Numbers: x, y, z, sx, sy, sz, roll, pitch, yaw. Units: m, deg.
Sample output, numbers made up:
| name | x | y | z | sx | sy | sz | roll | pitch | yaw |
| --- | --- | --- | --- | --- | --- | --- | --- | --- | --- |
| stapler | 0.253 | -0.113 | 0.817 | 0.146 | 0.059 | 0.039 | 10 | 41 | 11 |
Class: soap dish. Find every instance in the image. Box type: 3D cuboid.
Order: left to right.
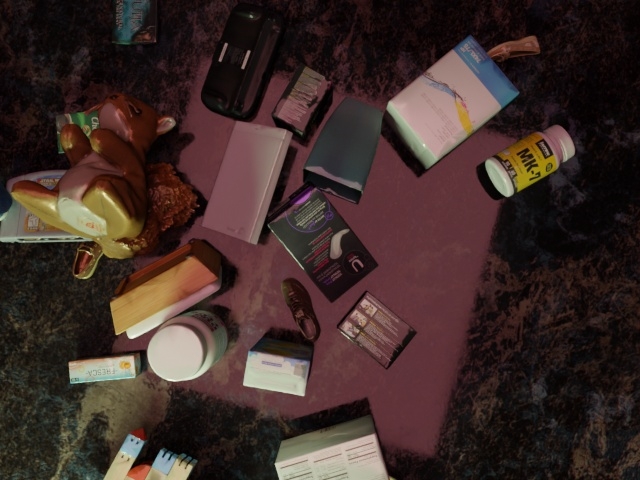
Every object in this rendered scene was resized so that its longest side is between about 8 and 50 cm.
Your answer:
| name | x | y | z | sx | sy | sz | roll | pitch | yaw |
| --- | --- | --- | --- | --- | --- | --- | --- | --- | --- |
| soap dish | -0.402 | 0.115 | 1.674 | 0.291 | 0.229 | 0.118 | -29 | 106 | 1 |

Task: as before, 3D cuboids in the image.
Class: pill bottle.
| name | x | y | z | sx | sy | sz | roll | pitch | yaw |
| --- | --- | --- | --- | --- | --- | --- | --- | --- | --- |
| pill bottle | -0.337 | 0.268 | 1.645 | 0.160 | 0.283 | 0.160 | 0 | 89 | 1 |
| pill bottle | 0.561 | -0.217 | 1.717 | 0.208 | 0.119 | 0.119 | -30 | 88 | 0 |

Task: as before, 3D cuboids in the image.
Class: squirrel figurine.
| name | x | y | z | sx | sy | sz | roll | pitch | yaw |
| --- | --- | --- | --- | --- | --- | --- | --- | --- | --- |
| squirrel figurine | -0.504 | -0.169 | 1.662 | 0.281 | 0.397 | 0.370 | -5 | 53 | 27 |

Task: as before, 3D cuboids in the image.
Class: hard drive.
| name | x | y | z | sx | sy | sz | roll | pitch | yaw |
| --- | --- | --- | --- | --- | --- | --- | --- | --- | --- |
| hard drive | -0.202 | -0.161 | 1.722 | 0.203 | 0.040 | 0.307 | 17 | 88 | 39 |

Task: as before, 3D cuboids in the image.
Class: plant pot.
| name | x | y | z | sx | sy | sz | roll | pitch | yaw |
| --- | --- | --- | --- | --- | --- | --- | --- | --- | --- |
| plant pot | 0.073 | -0.247 | 1.713 | 0.166 | 0.165 | 0.234 | 22 | 82 | 2 |

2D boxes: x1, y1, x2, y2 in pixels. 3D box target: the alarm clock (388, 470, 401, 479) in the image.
| name | x | y | z | sx | sy | sz | roll | pitch | yaw |
| --- | --- | --- | --- | --- | --- | --- | --- | --- | --- |
| alarm clock | 0.146 | 0.683 | 1.731 | 0.192 | 0.064 | 0.129 | 11 | 89 | -1 |

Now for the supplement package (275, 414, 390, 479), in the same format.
| name | x | y | z | sx | sy | sz | roll | pitch | yaw |
| --- | --- | --- | --- | --- | --- | --- | --- | --- | --- |
| supplement package | 0.034 | 0.580 | 1.667 | 0.262 | 0.204 | 0.145 | -16 | 87 | 1 |

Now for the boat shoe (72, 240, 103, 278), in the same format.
| name | x | y | z | sx | sy | sz | roll | pitch | yaw |
| --- | --- | --- | --- | --- | --- | --- | --- | --- | --- |
| boat shoe | -0.634 | 0.023 | 1.770 | 0.064 | 0.060 | 0.178 | 22 | 89 | 2 |

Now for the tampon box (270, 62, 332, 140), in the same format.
| name | x | y | z | sx | sy | sz | roll | pitch | yaw |
| --- | --- | --- | --- | --- | --- | --- | --- | --- | --- |
| tampon box | -0.047 | -0.372 | 1.735 | 0.101 | 0.120 | 0.161 | 30 | 90 | 3 |

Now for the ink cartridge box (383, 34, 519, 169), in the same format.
| name | x | y | z | sx | sy | sz | roll | pitch | yaw |
| --- | --- | --- | --- | --- | --- | --- | --- | --- | --- |
| ink cartridge box | 0.333 | -0.353 | 1.687 | 0.270 | 0.198 | 0.197 | -39 | 89 | 0 |

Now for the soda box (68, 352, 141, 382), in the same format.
| name | x | y | z | sx | sy | sz | roll | pitch | yaw |
| --- | --- | --- | --- | --- | --- | --- | --- | --- | --- |
| soda box | -0.590 | 0.350 | 1.761 | 0.183 | 0.058 | 0.063 | -5 | 88 | 2 |

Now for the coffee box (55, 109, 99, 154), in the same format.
| name | x | y | z | sx | sy | sz | roll | pitch | yaw |
| --- | --- | --- | --- | --- | --- | --- | --- | --- | --- |
| coffee box | -0.638 | -0.305 | 1.788 | 0.184 | 0.040 | 0.113 | -5 | 89 | 1 |

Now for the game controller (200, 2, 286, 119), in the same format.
| name | x | y | z | sx | sy | sz | roll | pitch | yaw |
| --- | --- | --- | --- | --- | --- | --- | --- | --- | --- |
| game controller | -0.216 | -0.501 | 1.781 | 0.166 | 0.067 | 0.319 | 20 | 89 | 16 |

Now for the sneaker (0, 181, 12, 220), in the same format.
| name | x | y | z | sx | sy | sz | roll | pitch | yaw |
| --- | --- | --- | --- | --- | --- | --- | --- | --- | --- |
| sneaker | -0.897 | -0.102 | 1.727 | 0.087 | 0.229 | 0.092 | 16 | 109 | -41 |

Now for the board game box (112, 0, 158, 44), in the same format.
| name | x | y | z | sx | sy | sz | roll | pitch | yaw |
| --- | --- | --- | --- | --- | --- | --- | --- | --- | --- |
| board game box | -0.519 | -0.645 | 1.801 | 0.126 | 0.026 | 0.186 | 0 | 89 | 2 |

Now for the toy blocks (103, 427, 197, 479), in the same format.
| name | x | y | z | sx | sy | sz | roll | pitch | yaw |
| --- | --- | --- | --- | --- | --- | --- | --- | --- | --- |
| toy blocks | -0.428 | 0.675 | 1.707 | 0.381 | 0.191 | 0.261 | 27 | 78 | 2 |

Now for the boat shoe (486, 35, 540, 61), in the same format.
| name | x | y | z | sx | sy | sz | roll | pitch | yaw |
| --- | --- | --- | --- | --- | --- | --- | --- | --- | --- |
| boat shoe | 0.526 | -0.517 | 1.759 | 0.153 | 0.056 | 0.048 | -17 | 84 | -6 |

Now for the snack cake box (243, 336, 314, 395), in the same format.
| name | x | y | z | sx | sy | sz | roll | pitch | yaw |
| --- | --- | --- | --- | --- | --- | --- | --- | --- | --- |
| snack cake box | -0.100 | 0.318 | 1.646 | 0.152 | 0.264 | 0.089 | 9 | 88 | 2 |

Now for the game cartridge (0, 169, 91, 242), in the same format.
| name | x | y | z | sx | sy | sz | roll | pitch | yaw |
| --- | --- | --- | --- | --- | --- | --- | --- | --- | --- |
| game cartridge | -0.724 | -0.095 | 1.754 | 0.297 | 0.062 | 0.198 | -2 | 79 | 6 |

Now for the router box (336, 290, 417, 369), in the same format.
| name | x | y | z | sx | sy | sz | roll | pitch | yaw |
| --- | --- | --- | --- | --- | --- | --- | --- | --- | --- |
| router box | 0.154 | 0.245 | 1.751 | 0.179 | 0.046 | 0.133 | 40 | 89 | 2 |

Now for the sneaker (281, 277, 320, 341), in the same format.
| name | x | y | z | sx | sy | sz | roll | pitch | yaw |
| --- | --- | --- | --- | --- | --- | --- | --- | --- | --- |
| sneaker | -0.050 | 0.188 | 1.745 | 0.066 | 0.071 | 0.188 | -28 | 88 | 1 |

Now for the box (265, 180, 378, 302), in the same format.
| name | x | y | z | sx | sy | sz | roll | pitch | yaw |
| --- | --- | --- | --- | --- | --- | --- | --- | --- | --- |
| box | 0.000 | 0.000 | 1.684 | 0.165 | 0.143 | 0.270 | -38 | 104 | 1 |
